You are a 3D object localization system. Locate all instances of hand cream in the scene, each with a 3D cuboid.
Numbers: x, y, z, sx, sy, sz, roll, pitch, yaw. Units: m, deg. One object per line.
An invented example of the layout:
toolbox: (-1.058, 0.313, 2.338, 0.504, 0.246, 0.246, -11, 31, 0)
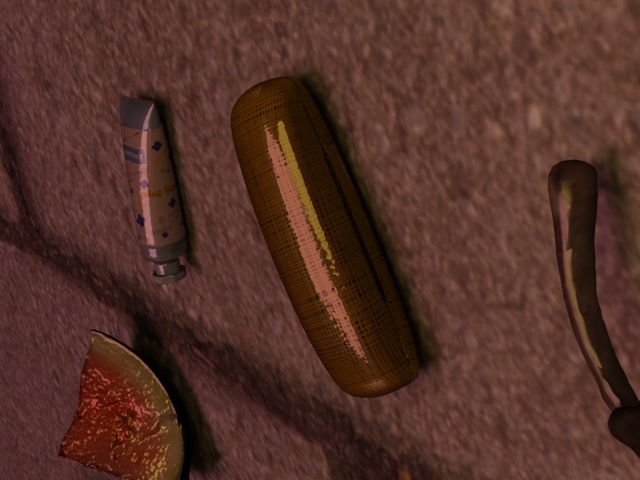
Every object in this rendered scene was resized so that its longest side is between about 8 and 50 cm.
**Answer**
hand cream: (-0.148, -0.045, 0.996, 0.065, 0.043, 0.170, 17, 119, 50)

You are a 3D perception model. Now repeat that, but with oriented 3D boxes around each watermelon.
watermelon: (-0.200, 0.179, 1.186, 0.193, 0.137, 0.145, 5, 79, 55)

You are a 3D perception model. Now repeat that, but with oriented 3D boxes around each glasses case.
glasses case: (0.000, 0.000, 0.780, 0.079, 0.064, 0.234, -20, 93, 52)

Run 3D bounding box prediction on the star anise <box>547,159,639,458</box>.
star anise: (0.243, 0.089, 0.432, 0.316, 0.139, 0.359, -29, 70, 51)
